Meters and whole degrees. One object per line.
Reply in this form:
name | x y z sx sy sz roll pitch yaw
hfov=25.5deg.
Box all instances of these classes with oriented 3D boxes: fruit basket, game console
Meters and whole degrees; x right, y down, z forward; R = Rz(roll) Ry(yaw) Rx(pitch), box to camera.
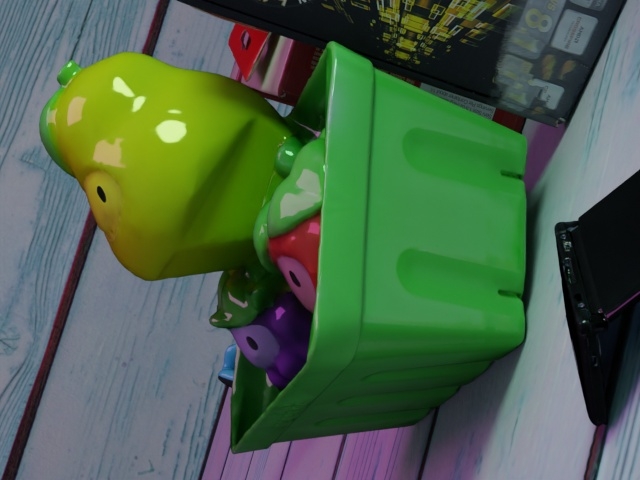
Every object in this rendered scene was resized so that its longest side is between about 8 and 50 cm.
fruit basket | -0.053 0.001 1.128 0.392 0.392 0.283 124 153 -67
game console | 0.176 0.028 0.809 0.122 0.071 0.107 -84 -17 -63

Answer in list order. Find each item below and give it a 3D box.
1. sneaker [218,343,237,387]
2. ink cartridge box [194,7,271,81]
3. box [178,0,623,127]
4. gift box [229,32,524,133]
sneaker | -0.028 0.116 1.688 0.341 0.139 0.125 119 170 -51
ink cartridge box | -0.062 -0.269 1.218 0.134 0.078 0.231 -115 45 -65
box | 0.099 -0.309 0.992 0.097 0.318 0.395 -89 19 -60
gift box | 0.080 -0.224 1.290 0.276 0.255 0.258 -68 16 3
